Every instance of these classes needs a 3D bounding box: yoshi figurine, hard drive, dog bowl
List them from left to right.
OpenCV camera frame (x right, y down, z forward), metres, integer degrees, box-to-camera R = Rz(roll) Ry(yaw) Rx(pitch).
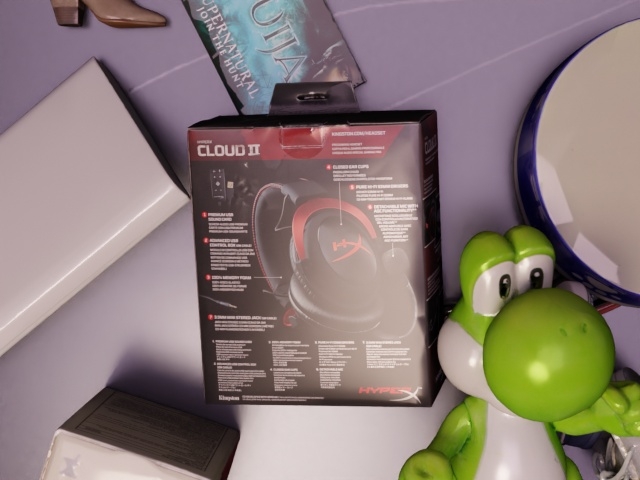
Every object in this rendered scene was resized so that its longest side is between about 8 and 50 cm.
[{"bbox_3d":[-0.286,-0.011,1.460,0.307,0.040,0.203,-39,52,5],"label":"hard drive"},{"bbox_3d":[0.177,0.173,1.348,0.203,0.203,0.362,10,117,31],"label":"yoshi figurine"},{"bbox_3d":[0.315,-0.071,1.430,0.265,0.104,0.264,0,86,-2],"label":"dog bowl"}]

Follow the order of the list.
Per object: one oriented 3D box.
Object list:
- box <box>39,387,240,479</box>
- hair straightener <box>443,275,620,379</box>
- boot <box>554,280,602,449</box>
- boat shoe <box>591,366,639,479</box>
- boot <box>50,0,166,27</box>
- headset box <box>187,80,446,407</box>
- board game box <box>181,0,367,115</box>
[{"bbox_3d":[-0.170,0.232,1.436,0.149,0.232,0.126,18,95,1],"label":"box"},{"bbox_3d":[0.175,0.063,1.506,0.230,0.047,0.089,-23,93,9],"label":"hair straightener"},{"bbox_3d":[0.242,0.118,1.465,0.086,0.069,0.190,7,128,-11],"label":"boot"},{"bbox_3d":[0.317,0.268,1.459,0.103,0.118,0.320,-21,112,9],"label":"boat shoe"},{"bbox_3d":[-0.206,-0.248,1.495,0.119,0.042,0.086,1,87,-4],"label":"boot"},{"bbox_3d":[0.000,0.000,1.441,0.218,0.110,0.293,-1,101,13],"label":"headset box"},{"bbox_3d":[-0.052,-0.207,1.496,0.126,0.026,0.186,-27,93,5],"label":"board game box"}]
